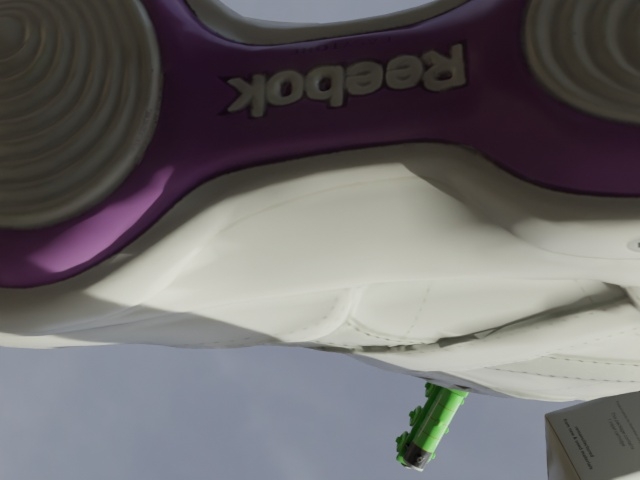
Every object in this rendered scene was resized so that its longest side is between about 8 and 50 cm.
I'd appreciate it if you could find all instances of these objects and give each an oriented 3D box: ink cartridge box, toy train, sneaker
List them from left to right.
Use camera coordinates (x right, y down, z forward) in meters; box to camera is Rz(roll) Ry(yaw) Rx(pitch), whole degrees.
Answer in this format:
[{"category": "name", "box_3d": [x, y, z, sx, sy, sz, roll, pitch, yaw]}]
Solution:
[{"category": "sneaker", "box_3d": [0.000, 0.000, 0.398, 0.305, 0.152, 0.114, 1, -121, 16]}, {"category": "toy train", "box_3d": [0.053, 0.055, 0.605, 0.017, 0.024, 0.083, 26, -82, -6]}, {"category": "ink cartridge box", "box_3d": [0.245, 0.156, 1.022, 0.072, 0.175, 0.127, -113, -170, -49]}]
